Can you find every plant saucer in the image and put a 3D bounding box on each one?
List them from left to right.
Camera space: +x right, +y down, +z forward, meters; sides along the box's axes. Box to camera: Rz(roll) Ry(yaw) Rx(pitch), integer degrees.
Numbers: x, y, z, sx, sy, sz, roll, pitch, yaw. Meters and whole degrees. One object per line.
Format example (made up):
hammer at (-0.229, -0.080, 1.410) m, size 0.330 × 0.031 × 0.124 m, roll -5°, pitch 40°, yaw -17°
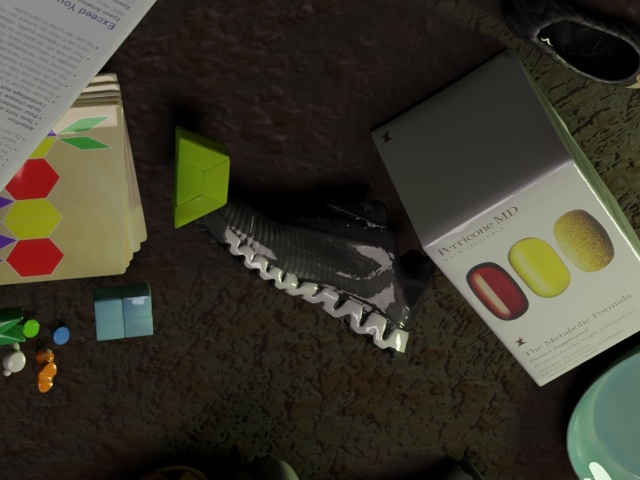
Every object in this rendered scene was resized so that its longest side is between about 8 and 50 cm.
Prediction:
plant saucer at (0.400, 0.179, 1.878) m, size 0.318 × 0.043 × 0.317 m, roll 2°, pitch 135°, yaw 2°

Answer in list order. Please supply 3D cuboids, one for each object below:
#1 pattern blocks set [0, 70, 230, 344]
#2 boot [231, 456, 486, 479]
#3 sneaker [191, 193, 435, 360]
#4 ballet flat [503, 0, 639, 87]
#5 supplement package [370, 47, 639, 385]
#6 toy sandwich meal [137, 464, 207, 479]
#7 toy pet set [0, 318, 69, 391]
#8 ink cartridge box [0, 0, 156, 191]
pattern blocks set at (-0.209, -0.043, 1.405) m, size 0.285 × 0.026 × 0.325 m, roll 1°, pitch 132°, yaw -15°
boot at (0.063, 0.277, 1.863) m, size 0.223 × 0.118 × 0.338 m, roll -35°, pitch 132°, yaw -9°
sneaker at (0.000, 0.000, 1.541) m, size 0.234 × 0.078 × 0.106 m, roll 32°, pitch 92°, yaw -28°
ballet flat at (0.207, -0.147, 1.484) m, size 0.173 × 0.049 × 0.057 m, roll 17°, pitch 128°, yaw -37°
supplement package at (0.166, -0.014, 1.548) m, size 0.139 × 0.134 × 0.244 m, roll -32°, pitch 139°, yaw 11°
toy sandwich meal at (-0.142, 0.239, 1.773) m, size 0.085 × 0.029 × 0.085 m, roll -13°, pitch 139°, yaw -11°
toy pet set at (-0.286, 0.105, 1.556) m, size 0.122 × 0.065 × 0.114 m, roll 18°, pitch 91°, yaw -41°
ink cartridge box at (-0.301, -0.156, 1.211) m, size 0.324 × 0.071 × 0.330 m, roll 24°, pitch 124°, yaw -33°
